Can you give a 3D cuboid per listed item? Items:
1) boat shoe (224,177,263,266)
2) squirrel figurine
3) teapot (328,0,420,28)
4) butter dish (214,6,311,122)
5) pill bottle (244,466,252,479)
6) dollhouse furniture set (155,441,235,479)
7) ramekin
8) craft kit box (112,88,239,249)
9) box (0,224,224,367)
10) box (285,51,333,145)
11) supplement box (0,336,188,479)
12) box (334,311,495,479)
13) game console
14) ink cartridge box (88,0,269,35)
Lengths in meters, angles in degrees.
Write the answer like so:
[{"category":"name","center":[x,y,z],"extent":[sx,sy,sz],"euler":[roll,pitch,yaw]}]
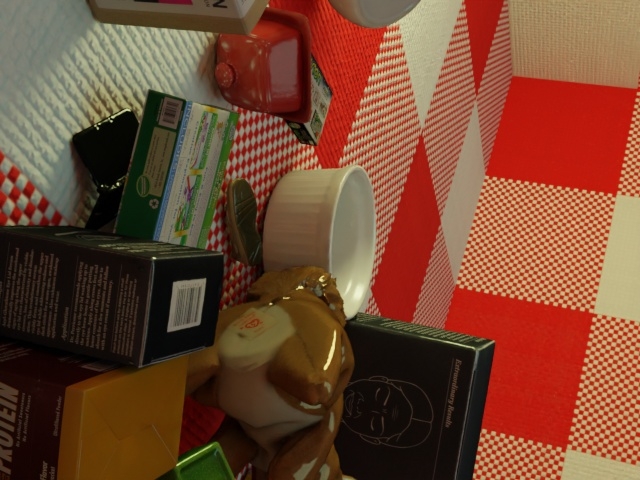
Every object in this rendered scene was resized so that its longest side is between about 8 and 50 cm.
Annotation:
[{"category":"boat shoe","center":[-0.130,-0.029,1.415],"extent":[0.056,0.048,0.153],"euler":[-43,134,-40]},{"category":"squirrel figurine","center":[-0.039,0.258,1.399],"extent":[0.397,0.281,0.370],"euler":[-71,148,-56]},{"category":"teapot","center":[0.077,-0.509,1.547],"extent":[0.252,0.187,0.256],"euler":[-27,148,-33]},{"category":"butter dish","center":[-0.098,-0.245,1.270],"extent":[0.118,0.160,0.160],"euler":[-25,125,-39]},{"category":"pill bottle","center":[-0.128,0.465,1.652],"extent":[0.043,0.043,0.083],"euler":[78,29,-46]},{"category":"dollhouse furniture set","center":[-0.235,0.353,0.948],"extent":[0.301,0.198,0.151],"euler":[-17,84,-58]},{"category":"ramekin","center":[0.000,0.000,1.607],"extent":[0.277,0.135,0.277],"euler":[4,90,-70]},{"category":"craft kit box","center":[-0.182,-0.054,1.116],"extent":[0.246,0.061,0.249],"euler":[-17,123,-79]},{"category":"box","center":[-0.228,0.050,0.923],"extent":[0.153,0.207,0.108],"euler":[-3,101,-69]},{"category":"box","center":[-0.033,-0.261,1.563],"extent":[0.207,0.036,0.114],"euler":[53,50,-64]},{"category":"supplement box","center":[-0.268,0.171,0.890],"extent":[0.191,0.194,0.129],"euler":[-11,109,-69]},{"category":"box","center":[0.101,0.296,1.679],"extent":[0.212,0.395,0.293],"euler":[5,95,-70]},{"category":"game console","center":[-0.255,-0.084,1.075],"extent":[0.107,0.071,0.122],"euler":[-56,175,34]},{"category":"ink cartridge box","center":[-0.171,-0.329,0.912],"extent":[0.234,0.193,0.088],"euler":[72,33,-52]}]
